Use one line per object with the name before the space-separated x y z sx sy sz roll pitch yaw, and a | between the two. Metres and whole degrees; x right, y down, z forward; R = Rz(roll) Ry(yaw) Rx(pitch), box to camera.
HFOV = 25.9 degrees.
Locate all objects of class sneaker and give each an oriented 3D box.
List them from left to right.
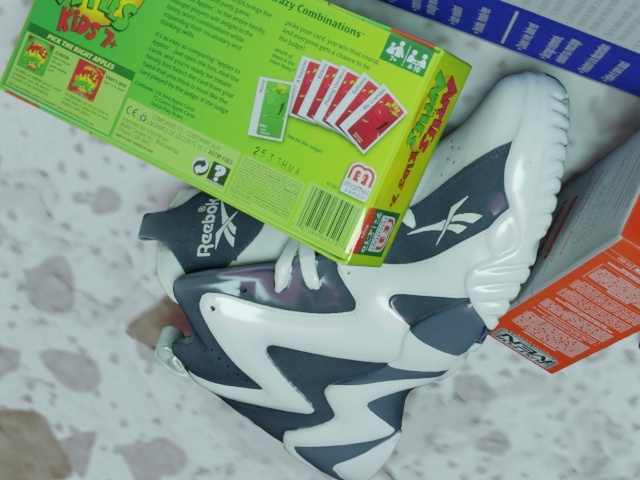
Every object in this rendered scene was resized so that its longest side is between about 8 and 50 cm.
sneaker | 0.000 0.000 0.631 0.153 0.094 0.235 24 132 -9

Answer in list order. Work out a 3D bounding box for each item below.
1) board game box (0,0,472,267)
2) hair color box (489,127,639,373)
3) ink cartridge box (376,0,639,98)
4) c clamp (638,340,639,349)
board game box | -0.039 -0.068 0.585 0.181 0.043 0.092 27 97 21
hair color box | 0.121 0.002 0.576 0.043 0.072 0.141 31 158 -5
ink cartridge box | 0.109 -0.099 0.503 0.371 0.176 0.069 18 89 3
c clamp | 0.214 0.056 0.649 0.161 0.022 0.137 33 121 -5
